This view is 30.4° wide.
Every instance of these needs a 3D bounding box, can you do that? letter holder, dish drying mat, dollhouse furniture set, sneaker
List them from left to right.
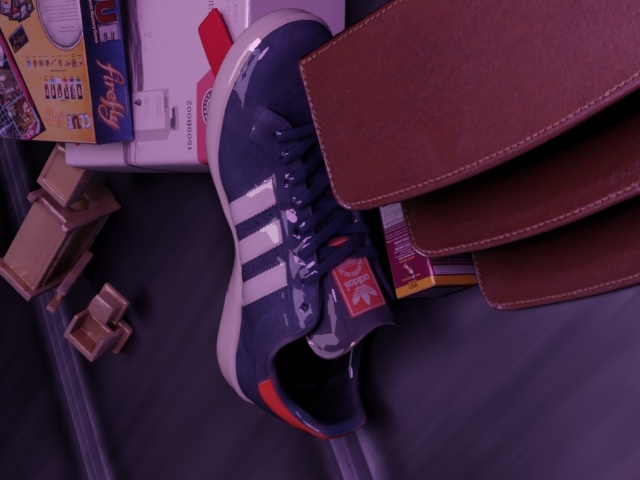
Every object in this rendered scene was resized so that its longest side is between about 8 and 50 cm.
[{"bbox_3d":[-0.224,0.003,1.238,0.161,0.101,0.182,43,122,10],"label":"dollhouse furniture set"},{"bbox_3d":[-0.077,-0.144,0.946,0.032,0.008,0.083,-40,64,39],"label":"dish drying mat"},{"bbox_3d":[0.000,0.000,0.918,0.148,0.131,0.350,34,134,45],"label":"sneaker"},{"bbox_3d":[0.157,-0.076,0.765,0.302,0.152,0.214,-25,74,44],"label":"letter holder"}]

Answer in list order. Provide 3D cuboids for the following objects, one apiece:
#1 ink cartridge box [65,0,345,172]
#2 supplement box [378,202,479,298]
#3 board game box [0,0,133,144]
[{"bbox_3d":[-0.113,-0.165,1.075,0.283,0.117,0.207,2,92,46],"label":"ink cartridge box"},{"bbox_3d":[0.082,0.000,0.911,0.043,0.055,0.083,-24,72,45],"label":"supplement box"},{"bbox_3d":[-0.268,-0.176,1.102,0.243,0.042,0.165,9,107,46],"label":"board game box"}]
